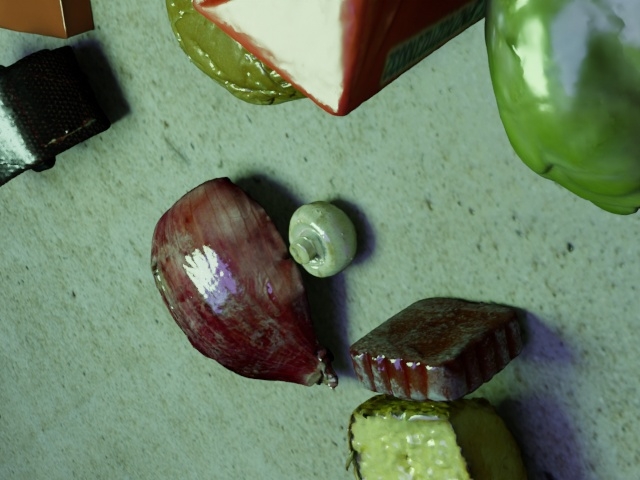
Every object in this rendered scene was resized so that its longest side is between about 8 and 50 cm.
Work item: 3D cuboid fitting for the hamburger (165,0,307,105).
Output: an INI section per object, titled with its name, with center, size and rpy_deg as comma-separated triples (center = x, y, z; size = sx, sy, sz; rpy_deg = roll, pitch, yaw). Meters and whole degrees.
[hamburger]
center = -0.036, -0.238, 1.227
size = 0.309, 0.132, 0.211
rpy_deg = -12, 100, 46

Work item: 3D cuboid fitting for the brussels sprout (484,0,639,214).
[brussels sprout]
center = 0.233, -0.167, 0.865
size = 0.247, 0.328, 0.328
rpy_deg = 5, 116, 25

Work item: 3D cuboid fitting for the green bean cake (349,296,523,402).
[green bean cake]
center = 0.115, 0.109, 1.254
size = 0.135, 0.135, 0.056
rpy_deg = 5, 118, 45

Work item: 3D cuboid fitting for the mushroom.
[mushroom]
center = 0.000, 0.000, 1.364
size = 0.083, 0.067, 0.084
rpy_deg = 26, 134, 30

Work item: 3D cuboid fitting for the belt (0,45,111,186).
[belt]
center = -0.396, -0.152, 1.596
size = 0.289, 0.184, 0.164
rpy_deg = -18, 106, 48

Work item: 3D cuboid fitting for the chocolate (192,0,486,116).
[chocolate]
center = 0.067, -0.312, 0.892
size = 0.161, 0.360, 0.341
rpy_deg = 26, 128, 21

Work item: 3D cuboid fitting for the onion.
[onion]
center = -0.094, 0.075, 1.447
size = 0.283, 0.120, 0.227
rpy_deg = 50, 153, 9

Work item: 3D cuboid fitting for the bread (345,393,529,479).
[bread]
center = 0.135, 0.255, 1.314
size = 0.160, 0.147, 0.261
rpy_deg = -13, 105, 39

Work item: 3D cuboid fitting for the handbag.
[handbag]
center = -0.367, -0.324, 1.573
size = 0.190, 0.063, 0.127
rpy_deg = 13, 121, 36
